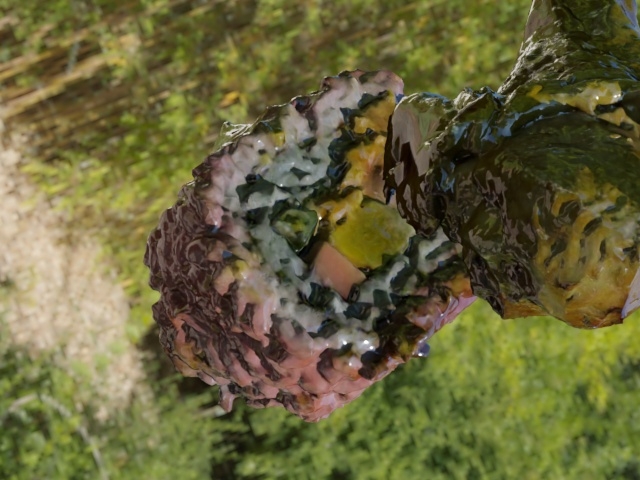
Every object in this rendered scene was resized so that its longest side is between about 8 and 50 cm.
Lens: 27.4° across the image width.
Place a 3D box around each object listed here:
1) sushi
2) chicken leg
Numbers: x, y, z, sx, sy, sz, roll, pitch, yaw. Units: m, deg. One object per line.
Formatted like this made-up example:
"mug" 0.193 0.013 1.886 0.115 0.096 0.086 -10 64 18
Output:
"sushi" 0.000 0.000 1.001 0.236 0.270 0.171 44 -34 6
"chicken leg" 0.140 -0.084 0.841 0.361 0.212 0.140 -90 169 -46
